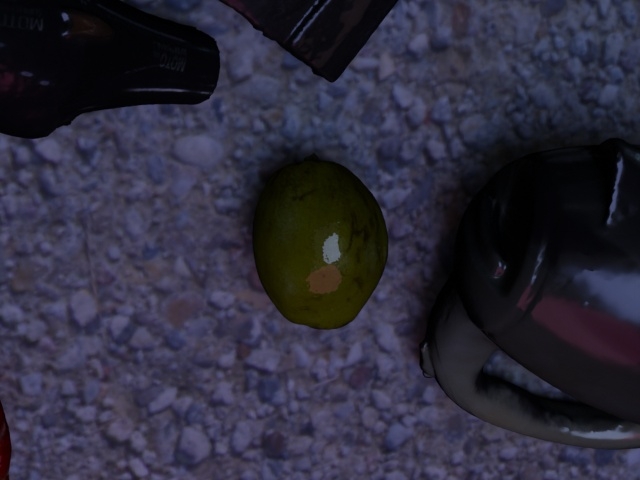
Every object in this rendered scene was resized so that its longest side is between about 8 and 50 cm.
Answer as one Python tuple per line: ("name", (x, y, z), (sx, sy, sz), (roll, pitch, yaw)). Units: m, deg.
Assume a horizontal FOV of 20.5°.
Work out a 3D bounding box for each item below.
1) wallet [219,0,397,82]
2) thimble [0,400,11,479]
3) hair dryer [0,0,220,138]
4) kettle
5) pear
("wallet", (0.053, -0.274, 1.243), (0.170, 0.044, 0.321), (35, 97, -38))
("thimble", (-0.307, 0.138, 1.259), (0.163, 0.125, 0.190), (-22, 116, -12))
("hair dryer", (-0.174, -0.245, 1.147), (0.303, 0.120, 0.359), (-5, 90, -55))
("kettle", (0.239, 0.058, 1.386), (0.324, 0.228, 0.321), (16, 137, -19))
("pear", (0.000, 0.000, 1.319), (0.107, 0.107, 0.131), (-2, 100, -18))
